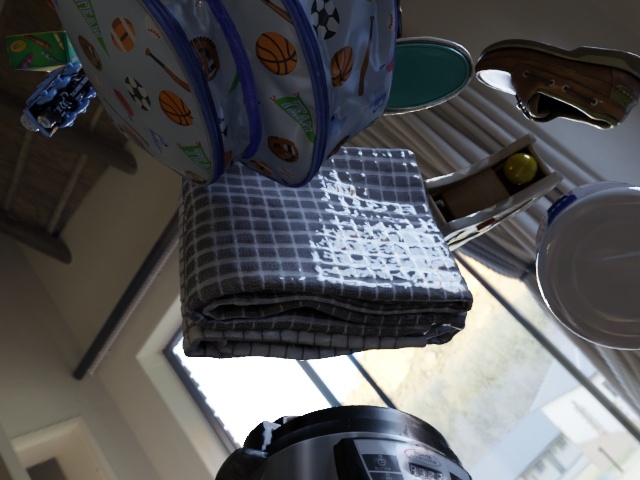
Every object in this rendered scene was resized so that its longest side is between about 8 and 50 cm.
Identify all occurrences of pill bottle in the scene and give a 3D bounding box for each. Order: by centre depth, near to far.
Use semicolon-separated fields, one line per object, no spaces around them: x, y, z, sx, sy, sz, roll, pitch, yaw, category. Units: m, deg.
0.320;0.012;0.614;0.153;0.153;0.265;-50;-11;19;pill bottle

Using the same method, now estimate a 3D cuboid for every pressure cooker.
0.047;0.444;0.781;0.376;0.420;0.369;-15;-61;7;pressure cooker

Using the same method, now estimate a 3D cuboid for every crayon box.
-0.659;-0.496;1.465;0.278;0.165;0.081;-53;-39;-71;crayon box

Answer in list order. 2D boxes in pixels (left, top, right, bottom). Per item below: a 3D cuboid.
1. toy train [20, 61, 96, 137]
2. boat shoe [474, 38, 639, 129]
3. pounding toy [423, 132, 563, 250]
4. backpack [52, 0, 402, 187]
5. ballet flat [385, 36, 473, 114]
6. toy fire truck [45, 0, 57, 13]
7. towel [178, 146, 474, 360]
-0.507;-0.273;1.070;0.105;0.184;0.080;-11;-47;26;toy train
0.359;-0.253;0.900;0.111;0.307;0.104;23;-85;-34;boat shoe
0.170;-0.073;0.762;0.270;0.154;0.154;-29;-15;4;pounding toy
-0.073;-0.172;0.452;0.213;0.263;0.276;-53;-25;-23;backpack
0.091;-0.304;1.088;0.400;0.139;0.139;-13;-18;14;ballet flat
-0.297;-0.446;0.867;0.254;0.302;0.169;-33;-16;9;toy fire truck
0.000;0.000;0.570;0.284;0.235;0.121;2;-49;-18;towel
